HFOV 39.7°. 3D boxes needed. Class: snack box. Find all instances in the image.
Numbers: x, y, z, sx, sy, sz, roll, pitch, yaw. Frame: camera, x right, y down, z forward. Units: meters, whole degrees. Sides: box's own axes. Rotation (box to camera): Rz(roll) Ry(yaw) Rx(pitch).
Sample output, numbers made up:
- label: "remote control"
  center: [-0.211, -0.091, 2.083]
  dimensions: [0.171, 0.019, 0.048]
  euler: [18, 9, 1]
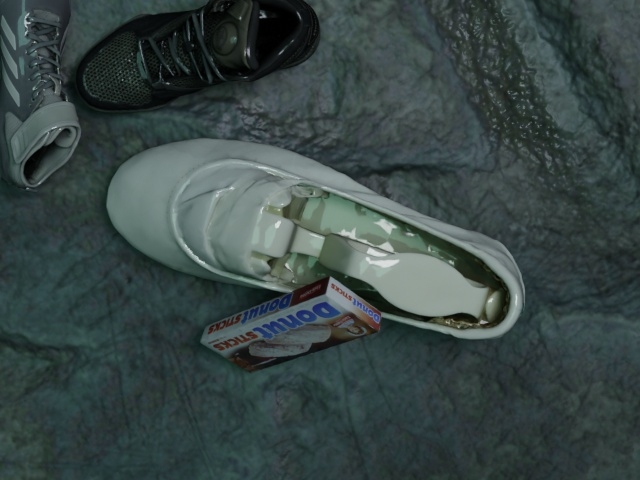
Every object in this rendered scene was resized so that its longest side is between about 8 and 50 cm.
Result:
- label: "snack box"
  center: [-0.030, 0.078, 0.786]
  dimensions: [0.064, 0.178, 0.022]
  euler: [37, 51, -27]

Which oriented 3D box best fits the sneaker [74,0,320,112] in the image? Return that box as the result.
- label: "sneaker"
  center: [-0.113, -0.167, 0.766]
  dimensions: [0.228, 0.130, 0.087]
  euler: [-11, 96, 3]

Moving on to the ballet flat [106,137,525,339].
- label: "ballet flat"
  center: [0.000, 0.000, 0.789]
  dimensions: [0.400, 0.139, 0.139]
  euler: [17, 96, -3]

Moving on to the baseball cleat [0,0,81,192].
- label: "baseball cleat"
  center: [-0.241, -0.145, 0.780]
  dimensions: [0.109, 0.072, 0.205]
  euler: [24, 108, 35]
